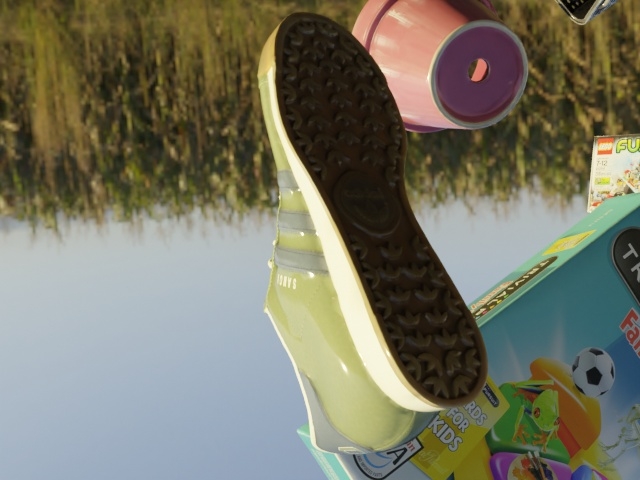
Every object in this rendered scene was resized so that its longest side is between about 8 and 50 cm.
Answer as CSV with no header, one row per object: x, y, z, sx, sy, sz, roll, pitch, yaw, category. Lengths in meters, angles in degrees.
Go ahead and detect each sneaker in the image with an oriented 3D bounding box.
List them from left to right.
0.000,0.000,0.413,0.064,0.192,0.086,3,144,-33,sneaker

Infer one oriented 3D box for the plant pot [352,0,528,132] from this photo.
0.155,-0.220,1.208,0.201,0.201,0.180,-6,-158,-17,plant pot

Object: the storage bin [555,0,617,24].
0.277,-0.344,1.073,0.084,0.180,0.122,-35,171,-9,storage bin

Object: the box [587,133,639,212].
0.470,-0.090,1.338,0.207,0.114,0.036,1,172,44,box

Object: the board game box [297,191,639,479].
0.191,0.155,0.761,0.336,0.254,0.079,-34,-174,-17,board game box
